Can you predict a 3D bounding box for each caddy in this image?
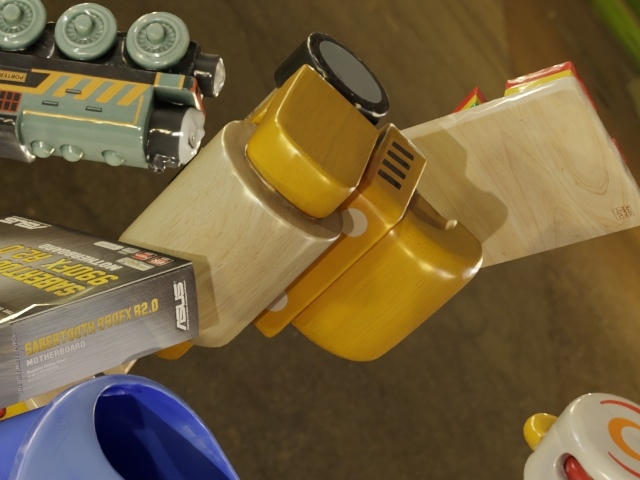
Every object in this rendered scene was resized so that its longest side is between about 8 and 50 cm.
[{"bbox_3d":[-0.109,0.243,0.859,0.341,0.179,0.241,61,30,-26],"label":"caddy"}]

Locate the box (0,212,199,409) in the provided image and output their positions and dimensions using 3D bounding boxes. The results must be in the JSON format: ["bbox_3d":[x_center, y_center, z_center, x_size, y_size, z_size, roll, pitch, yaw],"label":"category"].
[{"bbox_3d":[-0.225,0.043,0.981,0.183,0.231,0.056,-18,111,-40],"label":"box"}]

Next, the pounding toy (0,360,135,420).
[{"bbox_3d":[-0.271,0.133,1.356,0.181,0.206,0.094,62,38,-22],"label":"pounding toy"}]

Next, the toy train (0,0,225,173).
[{"bbox_3d":[-0.287,-0.179,1.717,0.142,0.334,0.190,86,14,-67],"label":"toy train"}]

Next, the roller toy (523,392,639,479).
[{"bbox_3d":[0.361,0.304,1.810,0.209,0.146,0.191,24,31,-10],"label":"roller toy"}]

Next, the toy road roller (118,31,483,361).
[{"bbox_3d":[0.000,0.000,1.151,0.240,0.202,0.329,43,24,-6],"label":"toy road roller"}]

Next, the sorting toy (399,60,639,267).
[{"bbox_3d":[0.262,-0.103,1.856,0.257,0.255,0.089,51,34,-37],"label":"sorting toy"}]
